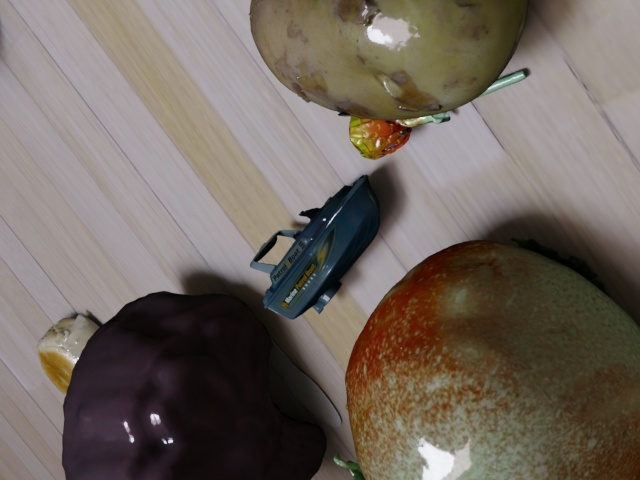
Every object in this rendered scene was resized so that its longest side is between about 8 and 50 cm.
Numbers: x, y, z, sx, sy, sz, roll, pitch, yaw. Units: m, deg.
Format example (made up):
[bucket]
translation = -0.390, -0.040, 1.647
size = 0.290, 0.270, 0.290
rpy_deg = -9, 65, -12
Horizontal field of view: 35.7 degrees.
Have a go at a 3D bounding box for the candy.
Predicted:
[candy]
translation = 0.106, -0.124, 0.926
size = 0.201, 0.060, 0.060
rpy_deg = -15, 111, 41

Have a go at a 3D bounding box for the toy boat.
[toy boat]
translation = 0.000, 0.000, 1.095
size = 0.103, 0.093, 0.246
rpy_deg = 38, 143, 1

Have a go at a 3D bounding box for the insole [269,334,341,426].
[insole]
translation = -0.041, 0.185, 1.376
size = 0.197, 0.004, 0.065
rpy_deg = 48, 143, 0

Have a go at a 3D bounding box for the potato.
[potato]
translation = 0.052, -0.182, 0.839
size = 0.262, 0.165, 0.165
rpy_deg = 10, 129, 48

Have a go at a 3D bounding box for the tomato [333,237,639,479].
[tomato]
translation = 0.172, 0.139, 0.927
size = 0.303, 0.303, 0.239
rpy_deg = 37, 126, 14

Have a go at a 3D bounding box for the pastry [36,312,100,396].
[pastry]
translation = -0.406, 0.204, 1.689
size = 0.166, 0.088, 0.165
rpy_deg = 25, 137, 25

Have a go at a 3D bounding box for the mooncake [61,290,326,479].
[mooncake]
translation = -0.159, 0.271, 1.309
size = 0.212, 0.350, 0.381
rpy_deg = -5, 130, 39
